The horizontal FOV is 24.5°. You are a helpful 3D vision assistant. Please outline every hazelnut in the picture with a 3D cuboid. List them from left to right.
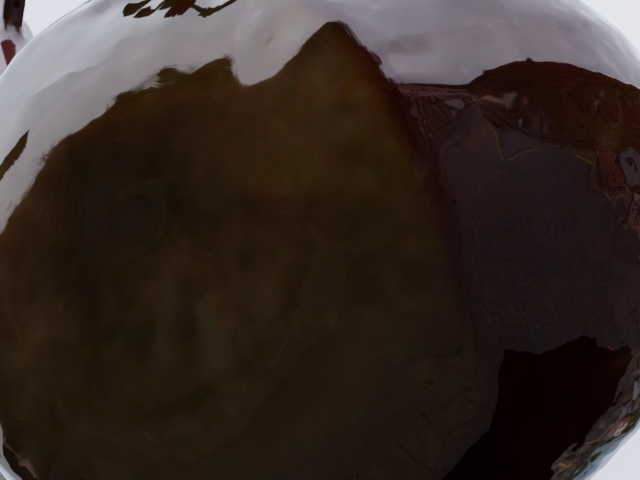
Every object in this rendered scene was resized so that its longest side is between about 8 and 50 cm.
[{"bbox_3d":[0.000,0.000,0.794,0.409,0.359,0.359,-13,-23,21],"label":"hazelnut"}]

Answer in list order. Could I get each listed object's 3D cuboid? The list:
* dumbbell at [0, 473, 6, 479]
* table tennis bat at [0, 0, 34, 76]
[{"bbox_3d":[-0.252,0.193,1.183,0.118,0.046,0.052,-59,-37,-52],"label":"dumbbell"},{"bbox_3d":[-0.270,-0.197,1.211,0.051,0.414,0.268,5,-57,-22],"label":"table tennis bat"}]
